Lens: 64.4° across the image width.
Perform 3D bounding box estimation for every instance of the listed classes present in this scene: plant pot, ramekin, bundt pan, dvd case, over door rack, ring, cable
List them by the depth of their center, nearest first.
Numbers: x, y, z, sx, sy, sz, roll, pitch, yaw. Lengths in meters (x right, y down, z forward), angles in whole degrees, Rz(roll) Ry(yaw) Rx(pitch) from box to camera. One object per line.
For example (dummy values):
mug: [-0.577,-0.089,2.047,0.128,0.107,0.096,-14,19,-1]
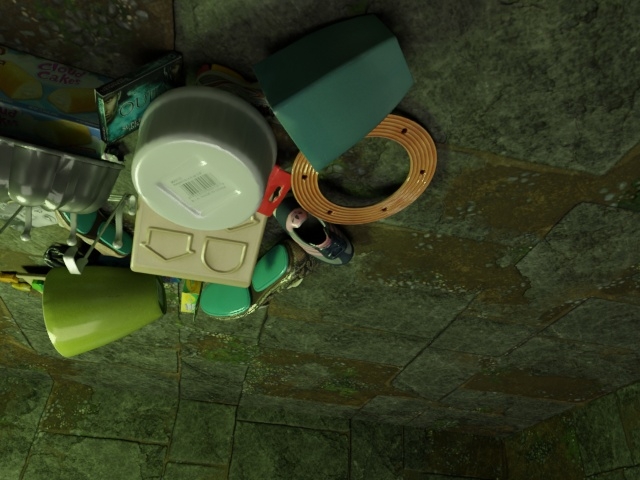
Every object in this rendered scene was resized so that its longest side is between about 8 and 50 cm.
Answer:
plant pot: [0.033,-0.278,0.912,0.234,0.165,0.165,-30,137,8]
ramekin: [-0.228,-0.145,0.994,0.277,0.135,0.277,1,139,1]
bundt pan: [-0.579,-0.137,1.027,0.331,0.124,0.331,15,-177,-1]
over door rack: [-0.581,-0.016,1.127,0.240,0.324,0.108,4,118,1]
ring: [0.099,-0.159,1.168,0.337,0.032,0.336,-7,141,-6]
dvd case: [-0.830,-0.092,1.426,0.221,0.018,0.164,-10,143,19]
plant pot: [-0.633,0.190,1.550,0.294,0.274,0.274,-10,146,-6]
cable: [-0.804,0.082,1.653,0.185,0.047,0.150,22,142,-25]

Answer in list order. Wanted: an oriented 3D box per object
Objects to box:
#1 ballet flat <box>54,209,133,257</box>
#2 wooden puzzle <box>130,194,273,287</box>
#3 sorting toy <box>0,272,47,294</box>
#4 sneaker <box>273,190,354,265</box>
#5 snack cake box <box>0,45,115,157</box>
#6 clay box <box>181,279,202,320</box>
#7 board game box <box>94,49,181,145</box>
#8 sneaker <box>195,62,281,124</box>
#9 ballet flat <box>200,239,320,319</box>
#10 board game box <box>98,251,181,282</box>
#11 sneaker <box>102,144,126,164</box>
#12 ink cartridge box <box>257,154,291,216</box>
ballet flat: [-0.654,-0.044,1.407,0.106,0.107,0.316,0,146,22]
wooden puzzle: [-0.314,-0.038,1.337,0.322,0.080,0.347,10,124,-14]
sorting toy: [-0.954,0.174,1.785,0.307,0.041,0.229,3,151,10]
sneaker: [0.000,0.000,1.350,0.112,0.131,0.319,-49,131,5]
snack cake box: [-0.547,-0.277,1.007,0.265,0.152,0.089,13,144,-14]
clay box: [-0.370,0.114,1.498,0.053,0.222,0.127,11,145,-9]
board game box: [-0.343,-0.273,0.975,0.026,0.186,0.126,38,145,10]
sneaker: [-0.143,-0.271,1.025,0.225,0.092,0.088,13,144,-15]
ballet flat: [-0.178,0.139,1.596,0.182,0.164,0.483,9,150,-45]
board game box: [-0.570,0.082,1.628,0.210,0.047,0.160,-5,144,12]
sneaker: [-0.504,-0.214,1.201,0.069,0.038,0.098,-19,144,22]
ink cartridge box: [-0.186,-0.162,1.164,0.231,0.078,0.134,25,117,-27]
